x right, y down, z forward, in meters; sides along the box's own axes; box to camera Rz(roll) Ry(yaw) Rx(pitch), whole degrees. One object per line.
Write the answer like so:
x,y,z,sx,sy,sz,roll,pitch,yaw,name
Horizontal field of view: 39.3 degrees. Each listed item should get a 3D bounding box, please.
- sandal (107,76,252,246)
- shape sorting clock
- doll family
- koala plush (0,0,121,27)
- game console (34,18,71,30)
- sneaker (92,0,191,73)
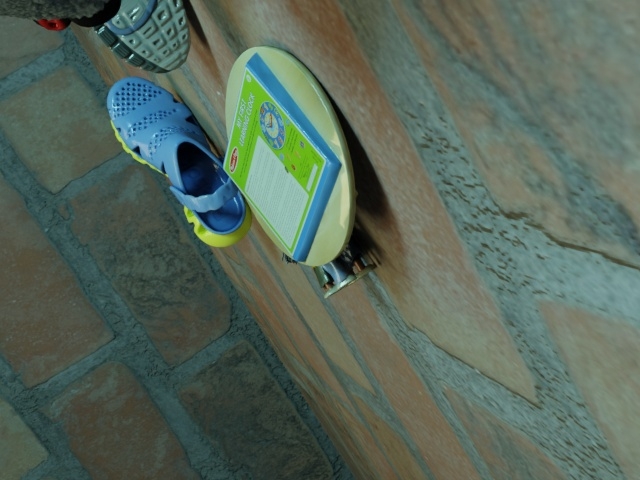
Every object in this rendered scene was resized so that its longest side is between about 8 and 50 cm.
-0.217,-0.139,1.415,0.317,0.126,0.138,47,165,4,sandal
-0.030,-0.076,0.819,0.206,0.040,0.206,36,140,39,shape sorting clock
0.000,0.000,0.951,0.111,0.076,0.193,60,165,4,doll family
-0.142,-0.210,0.525,0.196,0.221,0.203,42,163,54,koala plush
-0.287,-0.415,0.721,0.342,0.060,0.387,68,-173,-64,game console
-0.239,-0.327,1.015,0.297,0.111,0.129,57,-169,-17,sneaker
